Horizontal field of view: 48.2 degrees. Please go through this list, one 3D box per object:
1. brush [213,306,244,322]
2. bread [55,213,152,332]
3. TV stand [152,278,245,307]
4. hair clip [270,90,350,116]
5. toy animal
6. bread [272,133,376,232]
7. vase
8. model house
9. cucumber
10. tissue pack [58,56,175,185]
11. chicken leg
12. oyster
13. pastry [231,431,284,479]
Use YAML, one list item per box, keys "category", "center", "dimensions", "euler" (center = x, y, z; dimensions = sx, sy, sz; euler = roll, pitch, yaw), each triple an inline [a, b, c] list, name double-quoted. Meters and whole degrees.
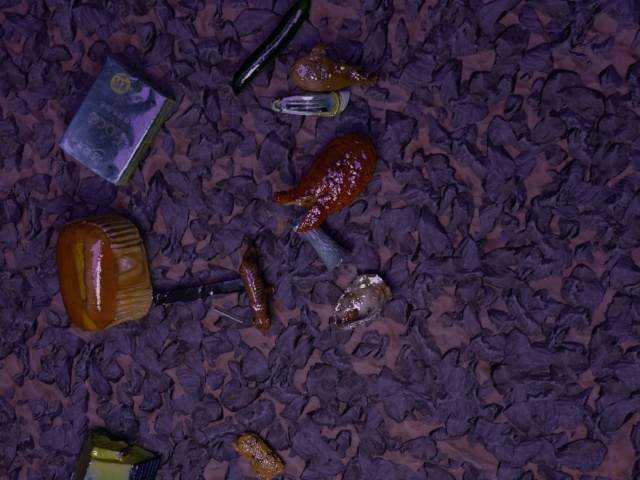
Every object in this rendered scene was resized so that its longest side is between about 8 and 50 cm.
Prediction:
- category: "brush"
  center: [-0.232, 0.191, 1.811]
  dimensions: [0.084, 0.016, 0.013]
  euler: [22, 114, 7]
- category: "bread"
  center: [-0.545, 0.083, 1.764]
  dimensions: [0.204, 0.156, 0.288]
  euler: [5, 103, 27]
- category: "TV stand"
  center: [-0.299, 0.130, 1.801]
  dimensions: [0.249, 0.042, 0.036]
  euler: [-11, 94, 11]
- category: "hair clip"
  center: [-0.024, -0.322, 1.692]
  dimensions: [0.189, 0.033, 0.060]
  euler: [0, 100, 7]
- category: "toy animal"
  center: [-0.155, 0.106, 1.743]
  dimensions: [0.057, 0.099, 0.241]
  euler: [-13, 96, 11]
- category: "bread"
  center: [0.022, -0.137, 1.660]
  dimensions: [0.269, 0.095, 0.139]
  euler: [-41, 79, -4]
- category: "vase"
  center: [0.000, 0.000, 1.715]
  dimensions: [0.081, 0.081, 0.148]
  euler: [-44, 85, 13]
- category: "model house"
  center: [-0.532, 0.619, 1.884]
  dimensions: [0.211, 0.170, 0.193]
  euler: [17, 95, -21]
- category: "cucumber"
  center: [-0.117, -0.453, 1.680]
  dimensions: [0.056, 0.056, 0.284]
  euler: [43, 103, 2]
- category: "tissue pack"
  center: [-0.498, -0.289, 1.755]
  dimensions: [0.185, 0.081, 0.257]
  euler: [34, 101, 4]
- category: "chicken leg"
  center: [0.034, -0.394, 1.653]
  dimensions: [0.208, 0.085, 0.101]
  euler: [5, 85, 0]
- category: "oyster"
  center: [0.098, 0.158, 1.730]
  dimensions: [0.105, 0.056, 0.177]
  euler: [39, 102, 15]
- category: "pastry"
  center: [-0.159, 0.549, 1.832]
  dimensions: [0.080, 0.056, 0.140]
  euler: [-36, 97, 20]
